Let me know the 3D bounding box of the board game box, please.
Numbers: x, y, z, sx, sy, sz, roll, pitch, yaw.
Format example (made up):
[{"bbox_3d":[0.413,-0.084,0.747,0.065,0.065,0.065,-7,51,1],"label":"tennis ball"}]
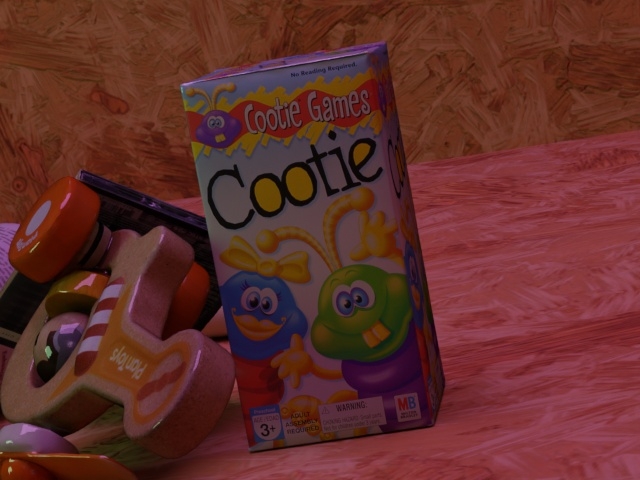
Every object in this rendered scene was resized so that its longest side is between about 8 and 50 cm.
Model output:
[{"bbox_3d":[0.000,0.000,1.370,0.142,0.275,0.144,-9,8,9],"label":"board game box"}]

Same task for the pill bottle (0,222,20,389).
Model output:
[{"bbox_3d":[-0.319,0.073,1.688,0.160,0.160,0.283,-6,9,30],"label":"pill bottle"}]

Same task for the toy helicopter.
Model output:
[{"bbox_3d":[-0.156,0.096,1.282,0.235,0.140,0.355,-57,23,-8],"label":"toy helicopter"}]

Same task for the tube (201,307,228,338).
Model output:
[{"bbox_3d":[-0.101,0.072,1.817,0.240,0.062,0.070,-4,52,7],"label":"tube"}]

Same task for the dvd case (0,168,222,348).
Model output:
[{"bbox_3d":[-0.168,0.040,1.505,0.165,0.018,0.221,22,-46,-20],"label":"dvd case"}]
